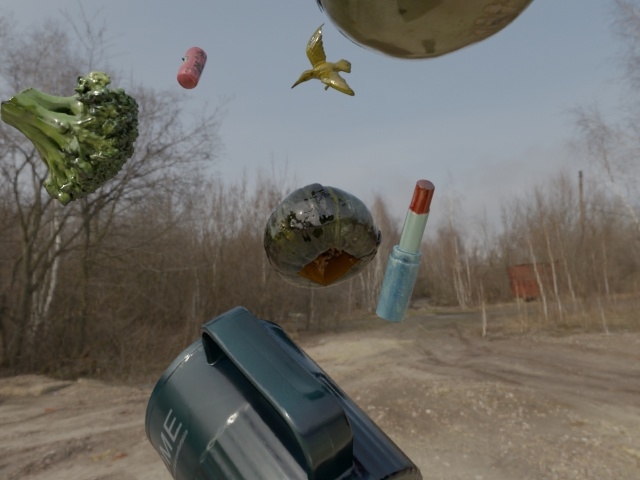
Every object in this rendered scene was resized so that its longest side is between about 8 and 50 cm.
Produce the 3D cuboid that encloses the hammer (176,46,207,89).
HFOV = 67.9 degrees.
[{"bbox_3d":[-0.230,-0.309,0.849,0.043,0.083,0.043,9,-29,5],"label":"hammer"}]

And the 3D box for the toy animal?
[{"bbox_3d":[0.004,-0.416,1.210,0.155,0.219,0.095,-33,-19,17],"label":"toy animal"}]

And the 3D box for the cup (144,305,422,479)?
[{"bbox_3d":[-0.039,0.252,0.598,0.242,0.307,0.292,5,22,-45],"label":"cup"}]

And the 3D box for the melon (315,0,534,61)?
[{"bbox_3d":[0.124,-0.350,0.559,0.269,0.268,0.330,-1,11,-24],"label":"melon"}]

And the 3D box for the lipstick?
[{"bbox_3d":[0.165,0.020,0.905,0.061,0.273,0.068,17,15,16],"label":"lipstick"}]

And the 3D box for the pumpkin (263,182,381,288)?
[{"bbox_3d":[0.000,0.000,1.265,0.321,0.192,0.320,-9,-37,-7],"label":"pumpkin"}]

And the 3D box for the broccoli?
[{"bbox_3d":[-0.530,-0.229,1.013,0.246,0.288,0.248,40,-6,-28],"label":"broccoli"}]
